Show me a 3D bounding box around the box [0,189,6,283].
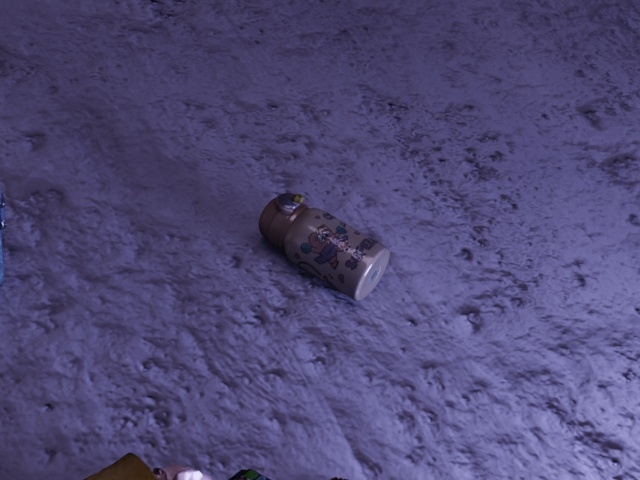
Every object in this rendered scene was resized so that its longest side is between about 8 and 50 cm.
[{"bbox_3d":[-0.562,0.001,1.508,0.227,0.162,0.130,-13,61,-22],"label":"box"}]

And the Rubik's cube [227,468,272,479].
[{"bbox_3d":[-0.089,0.340,1.314,0.111,0.093,0.111,5,47,-6],"label":"Rubik's cube"}]

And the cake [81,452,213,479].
[{"bbox_3d":[-0.190,0.328,1.221,0.178,0.207,0.185,-34,28,-22],"label":"cake"}]

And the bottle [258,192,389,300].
[{"bbox_3d":[0.000,0.000,1.653,0.209,0.110,0.097,31,48,18],"label":"bottle"}]

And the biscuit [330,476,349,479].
[{"bbox_3d":[0.052,0.396,1.335,0.126,0.025,0.206,10,45,-3],"label":"biscuit"}]
